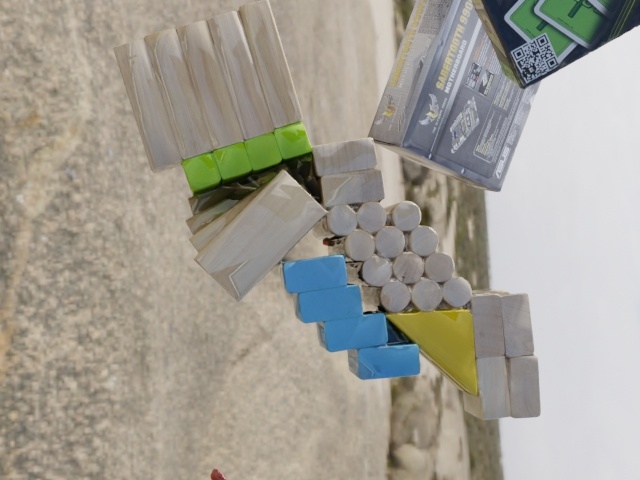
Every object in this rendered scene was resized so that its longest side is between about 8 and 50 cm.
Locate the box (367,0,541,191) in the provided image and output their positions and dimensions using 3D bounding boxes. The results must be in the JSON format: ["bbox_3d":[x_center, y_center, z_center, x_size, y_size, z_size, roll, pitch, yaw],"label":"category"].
[{"bbox_3d":[0.166,-0.187,0.942,0.183,0.056,0.231,17,94,-41],"label":"box"}]

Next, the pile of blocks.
[{"bbox_3d":[0.000,0.000,0.606,0.362,0.149,0.112,48,-7,-3],"label":"pile of blocks"}]

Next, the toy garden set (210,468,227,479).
[{"bbox_3d":[-0.060,0.295,0.660,0.204,0.049,0.244,-118,-168,-56],"label":"toy garden set"}]

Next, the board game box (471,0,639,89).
[{"bbox_3d":[0.067,-0.188,0.255,0.260,0.136,0.030,56,8,-26],"label":"board game box"}]
